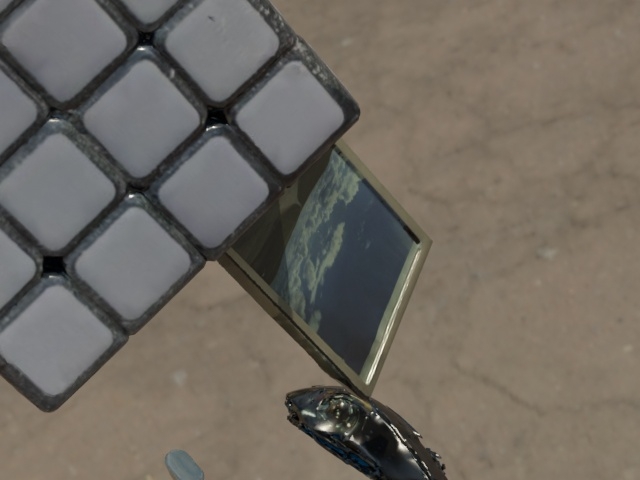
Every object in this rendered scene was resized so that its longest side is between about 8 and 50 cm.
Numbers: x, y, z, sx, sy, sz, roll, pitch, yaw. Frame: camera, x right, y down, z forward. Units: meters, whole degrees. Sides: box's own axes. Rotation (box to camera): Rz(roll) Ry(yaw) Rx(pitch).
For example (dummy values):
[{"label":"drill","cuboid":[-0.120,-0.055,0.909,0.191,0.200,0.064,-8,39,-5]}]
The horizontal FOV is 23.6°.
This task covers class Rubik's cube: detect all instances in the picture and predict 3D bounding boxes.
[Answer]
[{"label":"Rubik's cube","cuboid":[-0.236,-0.133,1.201,0.337,0.344,0.344,-44,28,-2]}]

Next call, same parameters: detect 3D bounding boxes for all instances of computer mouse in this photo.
[{"label":"computer mouse","cuboid":[0.063,0.224,1.718,0.242,0.146,0.077,32,89,20]}]

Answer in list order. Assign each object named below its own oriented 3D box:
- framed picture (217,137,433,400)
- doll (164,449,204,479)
[{"label":"framed picture","cuboid":[0.000,0.000,1.393,0.023,0.260,0.189,-5,49,41]},{"label":"doll","cuboid":[-0.083,0.323,1.522,0.085,0.217,0.183,-35,37,-11]}]
